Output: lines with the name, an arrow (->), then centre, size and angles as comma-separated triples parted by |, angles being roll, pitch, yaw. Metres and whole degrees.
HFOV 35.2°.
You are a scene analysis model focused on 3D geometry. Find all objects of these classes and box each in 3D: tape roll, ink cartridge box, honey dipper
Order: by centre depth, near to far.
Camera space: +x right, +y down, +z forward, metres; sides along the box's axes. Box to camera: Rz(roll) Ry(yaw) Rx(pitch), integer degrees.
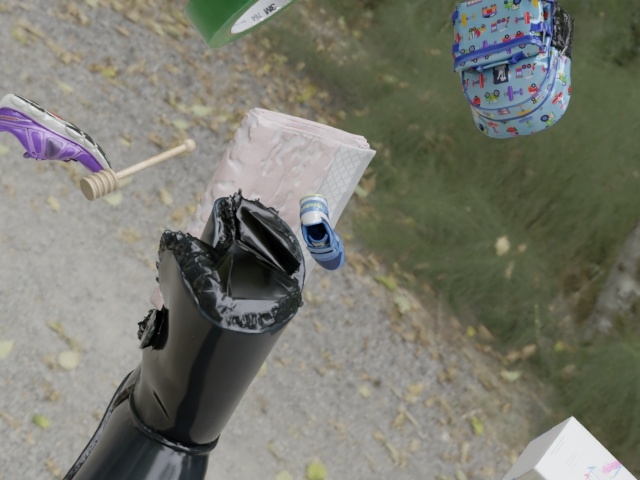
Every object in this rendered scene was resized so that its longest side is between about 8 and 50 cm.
ink cartridge box -> 0.284, 0.286, 1.111 | 0.143, 0.092, 0.090 | 45, 53, 6
honey dipper -> -0.217, -0.089, 1.228 | 0.160, 0.030, 0.030 | -28, 72, -36
tape roll -> -0.085, -0.456, 1.748 | 0.077, 0.321, 0.321 | 55, 33, -3

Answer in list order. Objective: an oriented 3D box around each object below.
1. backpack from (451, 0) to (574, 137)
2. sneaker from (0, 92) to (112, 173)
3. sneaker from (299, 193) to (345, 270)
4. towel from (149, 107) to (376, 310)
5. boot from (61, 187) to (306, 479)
backpack -> 0.252, -0.230, 1.340 | 0.117, 0.158, 0.173 | 26, 64, -53
sneaker -> -0.358, -0.129, 1.350 | 0.169, 0.071, 0.068 | 31, 5, -21
sneaker -> 0.000, 0.000, 1.512 | 0.059, 0.053, 0.144 | -93, 165, -48
towel -> -0.078, -0.031, 1.547 | 0.053, 0.332, 0.317 | 38, 19, 31
boot -> -0.091, 0.106, 0.595 | 0.094, 0.207, 0.247 | 23, 37, -7
